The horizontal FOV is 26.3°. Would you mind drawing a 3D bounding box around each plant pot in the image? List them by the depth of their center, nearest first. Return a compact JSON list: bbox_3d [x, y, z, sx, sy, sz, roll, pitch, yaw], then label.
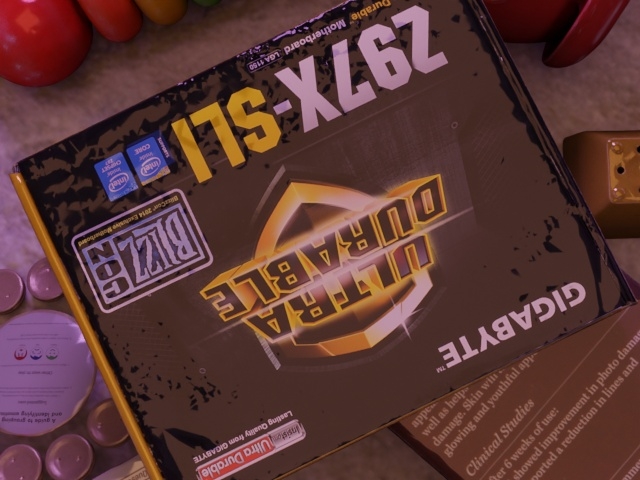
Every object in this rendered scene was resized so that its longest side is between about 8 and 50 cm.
[{"bbox_3d":[0.150,-0.229,0.991,0.174,0.191,0.191,28,84,0],"label":"plant pot"},{"bbox_3d":[0.230,-0.045,1.022,0.081,0.083,0.081,-1,84,0],"label":"plant pot"}]

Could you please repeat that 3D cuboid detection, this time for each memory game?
[{"bbox_3d":[-0.209,0.098,1.013,0.186,0.012,0.186,-4,66,9],"label":"memory game"}]

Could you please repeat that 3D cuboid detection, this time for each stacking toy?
[{"bbox_3d":[-0.111,-0.221,1.022,0.330,0.141,0.141,-30,84,0],"label":"stacking toy"}]

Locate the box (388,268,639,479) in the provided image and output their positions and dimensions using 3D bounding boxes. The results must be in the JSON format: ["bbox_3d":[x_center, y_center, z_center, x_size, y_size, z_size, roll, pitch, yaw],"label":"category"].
[{"bbox_3d":[0.119,0.074,0.980,0.381,0.143,0.191,42,87,4],"label":"box"}]

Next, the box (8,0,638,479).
[{"bbox_3d":[0.000,0.000,0.886,0.322,0.079,0.257,-26,82,-1],"label":"box"}]

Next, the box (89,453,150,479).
[{"bbox_3d":[-0.095,0.310,0.962,0.148,0.121,0.311,-28,84,-4],"label":"box"}]
